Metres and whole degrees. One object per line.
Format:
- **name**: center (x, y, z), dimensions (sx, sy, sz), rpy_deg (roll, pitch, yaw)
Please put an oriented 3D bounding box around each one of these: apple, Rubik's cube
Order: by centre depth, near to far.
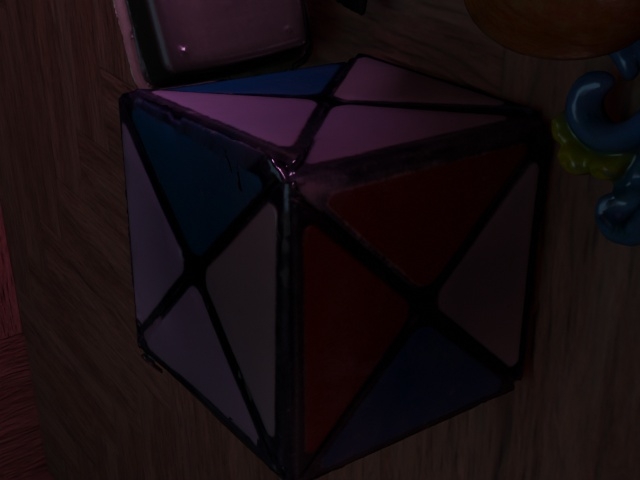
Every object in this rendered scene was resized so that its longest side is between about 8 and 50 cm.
- **apple**: center (0.164, -0.190, 0.643), dimensions (0.146, 0.131, 0.146), rpy_deg (-177, 90, -81)
- **Rubik's cube**: center (0.000, 0.000, 0.951), dimensions (0.310, 0.305, 0.307), rpy_deg (31, 130, 49)

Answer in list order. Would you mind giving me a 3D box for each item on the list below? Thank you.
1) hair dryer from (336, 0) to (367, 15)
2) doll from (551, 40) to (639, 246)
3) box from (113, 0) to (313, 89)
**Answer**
- **hair dryer**: center (0.088, -0.275, 0.905), dimensions (0.248, 0.078, 0.195), rpy_deg (40, 139, 35)
- **doll**: center (0.278, -0.092, 0.647), dimensions (0.346, 0.099, 0.341), rpy_deg (62, 147, 22)
- **box**: center (-0.133, -0.315, 1.097), dimensions (0.166, 0.221, 0.290), rpy_deg (-162, 58, -69)
